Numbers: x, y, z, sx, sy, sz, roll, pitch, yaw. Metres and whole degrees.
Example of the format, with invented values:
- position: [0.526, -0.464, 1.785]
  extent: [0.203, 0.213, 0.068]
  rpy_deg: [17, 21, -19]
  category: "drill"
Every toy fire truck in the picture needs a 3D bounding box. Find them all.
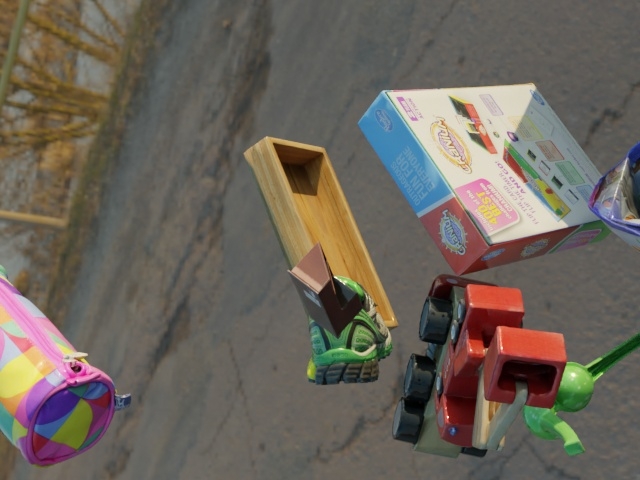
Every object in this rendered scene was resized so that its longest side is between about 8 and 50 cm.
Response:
- position: [0.189, 0.142, 1.291]
  extent: [0.246, 0.158, 0.217]
  rpy_deg: [-86, 7, -70]
  category: "toy fire truck"
- position: [0.127, 0.108, 0.733]
  extent: [0.135, 0.047, 0.192]
  rpy_deg: [-87, 5, -50]
  category: "toy fire truck"

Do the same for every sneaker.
- position: [0.049, 0.123, 1.540]
  extent: [0.343, 0.134, 0.146]
  rpy_deg: [-66, -25, -85]
  category: "sneaker"

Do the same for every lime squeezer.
- position: [0.281, 0.161, 1.067]
  extent: [0.059, 0.310, 0.110]
  rpy_deg: [50, 126, 9]
  category: "lime squeezer"

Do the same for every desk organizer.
- position: [0.008, 0.058, 1.122]
  extent: [0.047, 0.050, 0.130]
  rpy_deg: [36, 165, 26]
  category: "desk organizer"

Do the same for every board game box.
- position: [0.231, -0.091, 1.261]
  extent: [0.064, 0.316, 0.242]
  rpy_deg: [-50, 61, 40]
  category: "board game box"

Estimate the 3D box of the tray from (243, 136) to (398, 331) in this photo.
- position: [0.000, 0.000, 1.931]
  extent: [0.076, 0.203, 0.411]
  rpy_deg: [-32, 71, 29]
  category: "tray"

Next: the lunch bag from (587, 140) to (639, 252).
- position: [0.536, -0.007, 1.070]
  extent: [0.385, 0.328, 0.239]
  rpy_deg: [-23, 36, 57]
  category: "lunch bag"

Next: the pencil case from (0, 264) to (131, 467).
- position: [-0.275, 0.101, 0.880]
  extent: [0.236, 0.104, 0.104]
  rpy_deg: [32, 114, 35]
  category: "pencil case"
